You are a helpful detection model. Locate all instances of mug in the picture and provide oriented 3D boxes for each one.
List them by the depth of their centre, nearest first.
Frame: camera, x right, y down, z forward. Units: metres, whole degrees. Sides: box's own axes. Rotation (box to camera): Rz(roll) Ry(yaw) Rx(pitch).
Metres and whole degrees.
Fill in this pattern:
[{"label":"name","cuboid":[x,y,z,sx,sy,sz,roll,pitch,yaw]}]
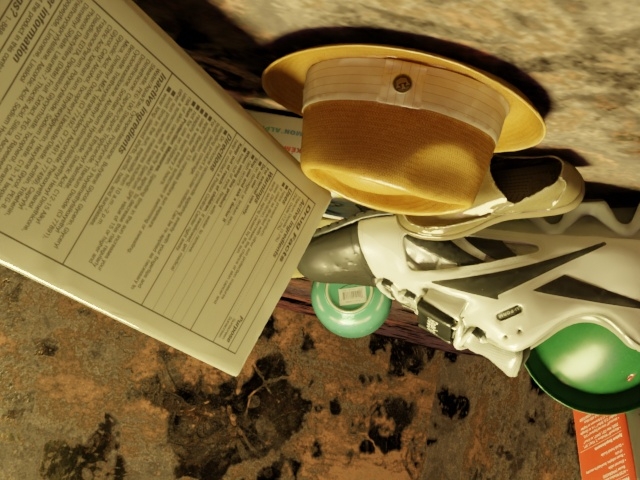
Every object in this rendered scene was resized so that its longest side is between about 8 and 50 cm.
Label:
[{"label":"mug","cuboid":[0.058,0.076,1.366,0.129,0.157,0.097,36,173,13]}]

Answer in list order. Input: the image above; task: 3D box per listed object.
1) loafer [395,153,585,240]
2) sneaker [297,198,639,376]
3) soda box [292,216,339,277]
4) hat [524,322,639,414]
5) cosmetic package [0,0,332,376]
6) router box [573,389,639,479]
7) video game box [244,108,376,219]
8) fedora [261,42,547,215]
[{"label":"loafer","cuboid":[0.128,-0.040,0.661,0.148,0.056,0.050,-14,149,13]},{"label":"sneaker","cuboid":[0.128,0.045,0.748,0.331,0.146,0.122,-2,171,20]},{"label":"soda box","cuboid":[0.000,0.000,0.909,0.181,0.061,0.058,-3,-164,-39]},{"label":"hat","cuboid":[0.288,0.049,0.751,0.173,0.208,0.183,36,167,5]},{"label":"cosmetic package","cuboid":[-0.134,-0.042,0.530,0.113,0.160,0.309,21,168,34]},{"label":"router box","cuboid":[0.433,0.191,0.917,0.336,0.301,0.082,15,144,-17]},{"label":"video game box","cuboid":[-0.003,-0.061,0.779,0.187,0.048,0.205,8,171,12]},{"label":"fedora","cuboid":[0.050,-0.065,0.571,0.194,0.079,0.194,12,171,2]}]
